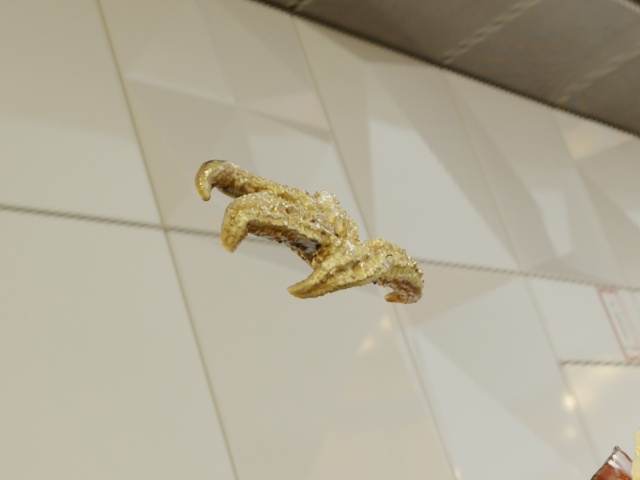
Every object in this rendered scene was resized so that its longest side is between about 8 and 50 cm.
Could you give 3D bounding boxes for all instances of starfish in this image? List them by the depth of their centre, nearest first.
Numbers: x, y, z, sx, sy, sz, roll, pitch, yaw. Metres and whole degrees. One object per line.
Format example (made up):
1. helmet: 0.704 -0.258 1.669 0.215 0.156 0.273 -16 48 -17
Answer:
1. starfish: 0.002 -0.001 0.945 0.238 0.216 0.071 33 -78 -35

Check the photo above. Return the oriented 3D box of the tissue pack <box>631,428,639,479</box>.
1. tissue pack: 0.262 0.106 0.366 0.170 0.071 0.325 -7 8 -24

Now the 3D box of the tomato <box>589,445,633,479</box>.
1. tomato: 0.171 0.316 0.909 0.338 0.144 0.338 -45 -18 -19
